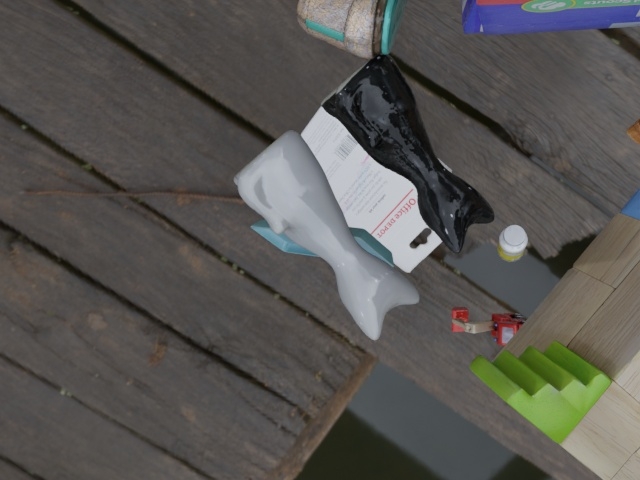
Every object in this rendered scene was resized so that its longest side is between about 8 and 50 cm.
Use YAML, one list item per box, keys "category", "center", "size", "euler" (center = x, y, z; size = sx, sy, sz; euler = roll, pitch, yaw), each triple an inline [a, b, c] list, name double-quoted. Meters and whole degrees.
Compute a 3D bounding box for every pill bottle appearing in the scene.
- category: "pill bottle"
  center: [0.444, 0.004, 1.763]
  size: [0.065, 0.116, 0.065]
  euler: [-3, 72, 8]

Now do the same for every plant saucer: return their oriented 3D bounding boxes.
- category: "plant saucer"
  center: [0.000, 0.000, 0.887]
  size: [0.067, 0.192, 0.018]
  euler: [39, 68, -38]

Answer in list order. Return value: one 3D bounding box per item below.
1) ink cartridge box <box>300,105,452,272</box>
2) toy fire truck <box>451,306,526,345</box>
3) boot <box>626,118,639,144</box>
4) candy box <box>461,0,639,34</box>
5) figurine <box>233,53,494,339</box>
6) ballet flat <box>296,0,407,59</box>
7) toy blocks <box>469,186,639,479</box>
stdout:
- category: "ink cartridge box"
  center: [0.117, -0.123, 1.557]
  size: [0.353, 0.119, 0.207]
  euler: [41, 133, 0]
- category: "toy fire truck"
  center: [0.330, 0.168, 1.496]
  size: [0.135, 0.192, 0.047]
  euler: [1, 94, 5]
- category: "boot"
  center: [0.674, -0.251, 1.525]
  size: [0.197, 0.072, 0.152]
  euler: [34, 152, -19]
- category: "candy box"
  center: [0.215, -0.295, 0.443]
  size: [0.269, 0.122, 0.316]
  euler: [-2, 94, 9]
- category: "figurine"
  center: [0.050, -0.039, 0.737]
  size: [0.215, 0.092, 0.209]
  euler: [-44, 98, -25]
- category: "ballet flat"
  center: [0.057, -0.295, 0.765]
  size: [0.106, 0.316, 0.107]
  euler: [13, 135, 14]
- category: "toy blocks"
  center: [0.306, 0.086, 0.520]
  size: [0.381, 0.191, 0.261]
  euler: [38, 92, -22]
